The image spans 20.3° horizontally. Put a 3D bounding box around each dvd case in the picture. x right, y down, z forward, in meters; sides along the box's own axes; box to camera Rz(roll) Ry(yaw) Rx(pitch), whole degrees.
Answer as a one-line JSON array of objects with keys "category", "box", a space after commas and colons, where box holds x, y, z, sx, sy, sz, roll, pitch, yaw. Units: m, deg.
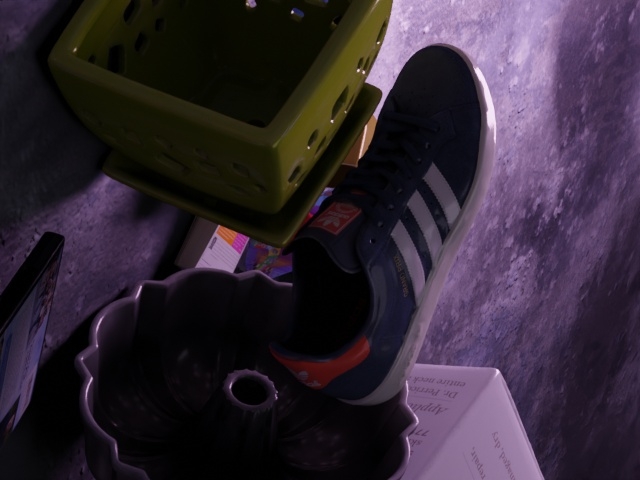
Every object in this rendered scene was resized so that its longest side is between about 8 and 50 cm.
[{"category": "dvd case", "box": [-0.272, 0.123, 1.477, 0.253, 0.022, 0.180, -68, 174, -61]}]

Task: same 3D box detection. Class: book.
[{"category": "book", "box": [-0.093, -0.022, 1.849, 0.144, 0.035, 0.096, -65, 158, -9]}]

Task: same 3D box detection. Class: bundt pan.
[{"category": "bundt pan", "box": [-0.082, 0.183, 1.718, 0.331, 0.331, 0.124, -41, 159, -45]}]

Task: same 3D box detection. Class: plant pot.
[{"category": "plant pot", "box": [-0.075, -0.139, 1.580, 0.227, 0.228, 0.207, -58, 159, -27]}, {"category": "plant pot", "box": [0.024, -0.108, 1.967, 0.081, 0.081, 0.083, 48, 53, -62]}]

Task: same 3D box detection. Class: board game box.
[{"category": "board game box", "box": [0.000, 0.000, 1.949, 0.169, 0.033, 0.133, -20, 149, -27]}]

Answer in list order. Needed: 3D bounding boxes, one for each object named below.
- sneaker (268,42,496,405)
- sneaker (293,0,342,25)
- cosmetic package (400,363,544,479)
[{"category": "sneaker", "box": [0.050, -0.025, 1.644, 0.148, 0.131, 0.350, 20, 83, -46]}, {"category": "sneaker", "box": [0.011, -0.228, 1.836, 0.152, 0.085, 0.058, -38, 141, -48]}, {"category": "cosmetic package", "box": [0.020, 0.369, 1.916, 0.393, 0.329, 0.327, -46, 125, -38]}]
